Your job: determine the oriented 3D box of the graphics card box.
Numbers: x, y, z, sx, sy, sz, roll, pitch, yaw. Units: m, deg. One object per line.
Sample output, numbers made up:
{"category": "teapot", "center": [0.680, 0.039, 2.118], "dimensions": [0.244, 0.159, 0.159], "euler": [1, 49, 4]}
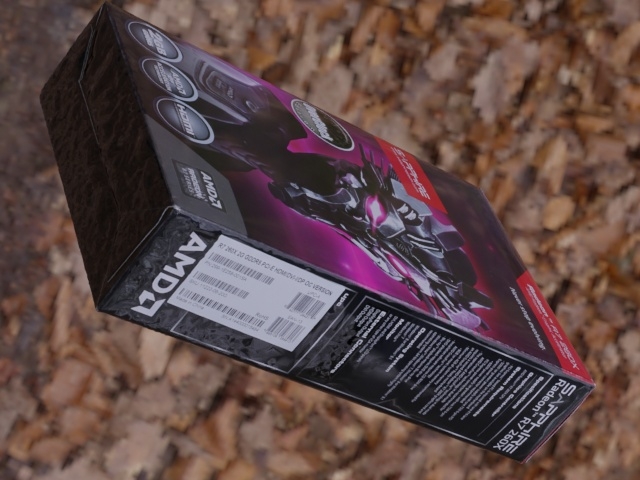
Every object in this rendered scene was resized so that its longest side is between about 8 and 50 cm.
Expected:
{"category": "graphics card box", "center": [0.000, 0.000, 1.043], "dimensions": [0.371, 0.232, 0.094], "euler": [23, 119, -34]}
